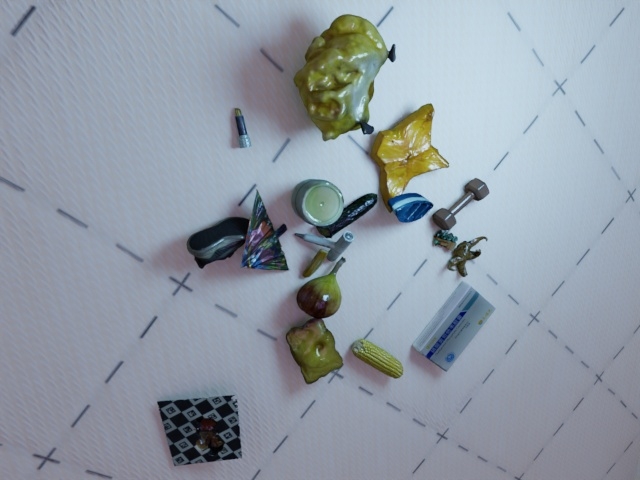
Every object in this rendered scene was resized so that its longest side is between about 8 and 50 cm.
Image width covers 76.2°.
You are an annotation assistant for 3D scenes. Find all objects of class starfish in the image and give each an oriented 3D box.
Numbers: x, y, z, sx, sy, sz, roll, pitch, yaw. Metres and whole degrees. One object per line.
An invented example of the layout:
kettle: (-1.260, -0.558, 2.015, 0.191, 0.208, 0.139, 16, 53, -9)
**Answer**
starfish: (0.574, 0.051, 1.603, 0.146, 0.074, 0.190, 31, 95, -36)

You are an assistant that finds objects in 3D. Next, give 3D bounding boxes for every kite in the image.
kite: (-0.183, 0.008, 1.285, 0.234, 0.016, 0.321, -46, 130, -37)

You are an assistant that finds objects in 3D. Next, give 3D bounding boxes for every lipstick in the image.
lipstick: (-0.233, -0.335, 1.212, 0.037, 0.037, 0.116, -14, 106, -16)

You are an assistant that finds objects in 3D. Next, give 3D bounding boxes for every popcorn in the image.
popcorn: (0.050, -0.452, 1.183, 0.297, 0.281, 0.316, 67, 42, -59)

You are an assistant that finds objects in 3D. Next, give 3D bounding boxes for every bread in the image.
bread: (-0.027, 0.391, 1.483, 0.161, 0.088, 0.233, -26, 111, -17)

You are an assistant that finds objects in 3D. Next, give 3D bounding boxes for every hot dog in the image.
hot dog: (-0.017, 0.079, 1.398, 0.044, 0.028, 0.137, 16, 125, -28)

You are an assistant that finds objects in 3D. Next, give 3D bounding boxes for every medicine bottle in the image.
medicine bottle: (-0.011, -0.122, 1.299, 0.147, 0.143, 0.147, -4, 102, -18)

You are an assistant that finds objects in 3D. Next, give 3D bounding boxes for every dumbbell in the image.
dumbbell: (0.525, -0.135, 1.530, 0.231, 0.082, 0.092, -41, 114, -5)

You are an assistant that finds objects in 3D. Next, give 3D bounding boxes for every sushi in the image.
sushi: (-0.410, 0.653, 1.438, 0.264, 0.050, 0.290, -4, 110, -5)

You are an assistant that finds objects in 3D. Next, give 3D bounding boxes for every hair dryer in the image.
hair dryer: (0.001, -0.005, 1.361, 0.183, 0.155, 0.044, 23, 53, -11)

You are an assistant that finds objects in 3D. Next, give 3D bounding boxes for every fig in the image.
fig: (0.030, 0.177, 1.406, 0.231, 0.160, 0.143, -34, 71, -11)

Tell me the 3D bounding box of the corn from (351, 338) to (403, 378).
corn: (0.226, 0.462, 1.601, 0.248, 0.081, 0.081, 35, 92, -24)

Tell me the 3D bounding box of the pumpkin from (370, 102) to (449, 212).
pumpkin: (0.293, -0.281, 1.393, 0.290, 0.095, 0.258, -35, 120, -4)

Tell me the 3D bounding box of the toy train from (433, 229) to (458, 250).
toy train: (0.482, -0.001, 1.579, 0.103, 0.044, 0.064, 14, 111, -24)

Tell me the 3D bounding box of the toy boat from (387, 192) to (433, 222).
toy boat: (0.298, -0.114, 1.375, 0.096, 0.062, 0.299, -48, 159, 25)

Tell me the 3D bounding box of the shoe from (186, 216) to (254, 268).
shoe: (-0.302, 0.009, 1.264, 0.227, 0.099, 0.112, -24, 146, -33)

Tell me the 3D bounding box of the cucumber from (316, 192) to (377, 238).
cucumber: (0.102, -0.090, 1.394, 0.245, 0.067, 0.067, -33, 114, -7)

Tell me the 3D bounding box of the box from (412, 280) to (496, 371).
box: (0.559, 0.361, 1.702, 0.200, 0.065, 0.343, 37, 91, -26)
